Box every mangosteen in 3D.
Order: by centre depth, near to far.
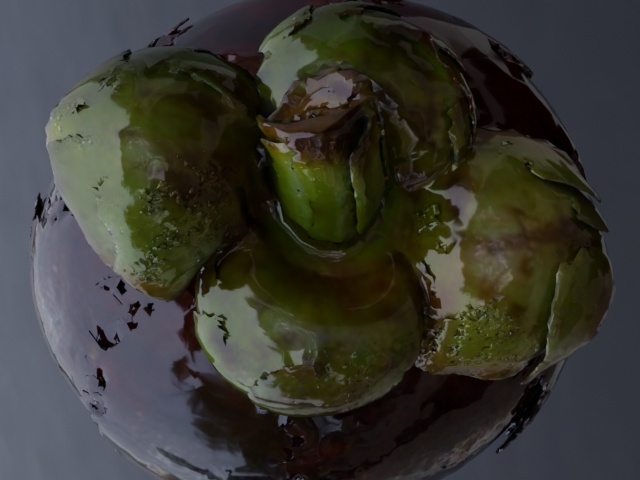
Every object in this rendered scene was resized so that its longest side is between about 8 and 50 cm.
[{"bbox_3d":[0.000,0.000,0.447,0.180,0.166,0.166,105,144,-79],"label":"mangosteen"}]
